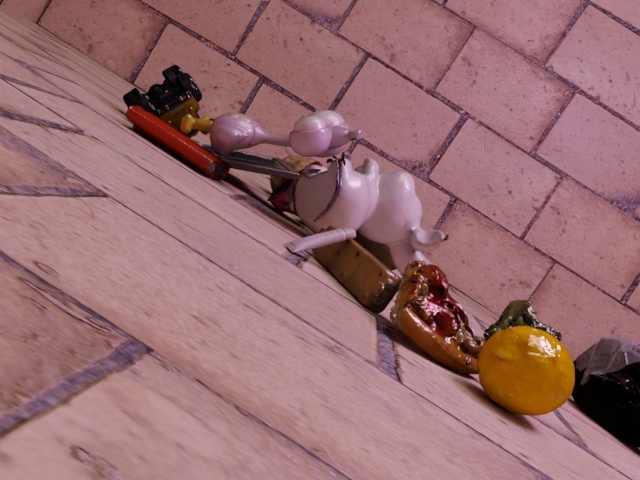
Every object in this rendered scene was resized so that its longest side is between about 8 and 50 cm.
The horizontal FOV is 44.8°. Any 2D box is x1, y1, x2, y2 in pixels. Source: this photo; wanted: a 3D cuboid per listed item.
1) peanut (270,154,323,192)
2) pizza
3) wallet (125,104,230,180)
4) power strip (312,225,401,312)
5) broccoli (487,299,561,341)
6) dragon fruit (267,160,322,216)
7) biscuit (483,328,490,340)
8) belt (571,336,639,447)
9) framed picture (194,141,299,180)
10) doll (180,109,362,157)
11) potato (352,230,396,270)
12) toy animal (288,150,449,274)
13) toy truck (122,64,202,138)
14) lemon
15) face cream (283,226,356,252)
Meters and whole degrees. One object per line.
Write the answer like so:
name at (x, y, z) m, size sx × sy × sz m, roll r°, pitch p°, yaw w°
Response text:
peanut at (-0.050, -0.143, 2.065) m, size 0.159 × 0.143 × 0.291 m, roll 66°, pitch -11°, yaw -15°
pizza at (0.157, 0.087, 1.069) m, size 0.201 × 0.053 × 0.193 m, roll 26°, pitch 34°, yaw -43°
wallet at (-0.285, -0.193, 1.559) m, size 0.204 × 0.045 × 0.142 m, roll 33°, pitch 3°, yaw 7°
power strip at (0.051, 0.038, 1.227) m, size 0.044 × 0.064 × 0.305 m, roll 33°, pitch 4°, yaw -25°
broccoli at (0.440, 0.202, 1.706) m, size 0.146 × 0.137 × 0.162 m, roll 8°, pitch -11°, yaw -16°
dragon fruit at (-0.028, -0.096, 1.742) m, size 0.111 × 0.153 × 0.153 m, roll 50°, pitch -1°, yaw -17°
biscuit at (0.419, 0.238, 1.797) m, size 0.087 × 0.027 × 0.089 m, roll 31°, pitch 5°, yaw -21°
belt at (0.615, 0.298, 1.540) m, size 0.164 × 0.184 × 0.289 m, roll 26°, pitch 1°, yaw -20°
framed picture at (-0.187, -0.188, 1.808) m, size 0.241 × 0.020 × 0.324 m, roll 10°, pitch 9°, yaw -11°
doll at (-0.091, -0.212, 1.553) m, size 0.366 × 0.094 × 0.160 m, roll 2°, pitch 9°, yaw 18°
potato at (0.132, -0.030, 1.799) m, size 0.251 × 0.159 × 0.174 m, roll 60°, pitch -4°, yaw 31°
toy animal at (0.105, -0.063, 1.605) m, size 0.310 × 0.183 × 0.247 m, roll 19°, pitch 43°, yaw -34°
toy truck at (-0.332, -0.285, 1.752) m, size 0.165 × 0.147 × 0.224 m, roll 62°, pitch -12°, yaw -28°
lemon at (0.263, 0.167, 0.989) m, size 0.155 × 0.114 × 0.114 m, roll 32°, pitch 4°, yaw -46°
face cream at (0.000, 0.000, 1.221) m, size 0.115 × 0.020 × 0.038 m, roll -15°, pitch 26°, yaw -18°
